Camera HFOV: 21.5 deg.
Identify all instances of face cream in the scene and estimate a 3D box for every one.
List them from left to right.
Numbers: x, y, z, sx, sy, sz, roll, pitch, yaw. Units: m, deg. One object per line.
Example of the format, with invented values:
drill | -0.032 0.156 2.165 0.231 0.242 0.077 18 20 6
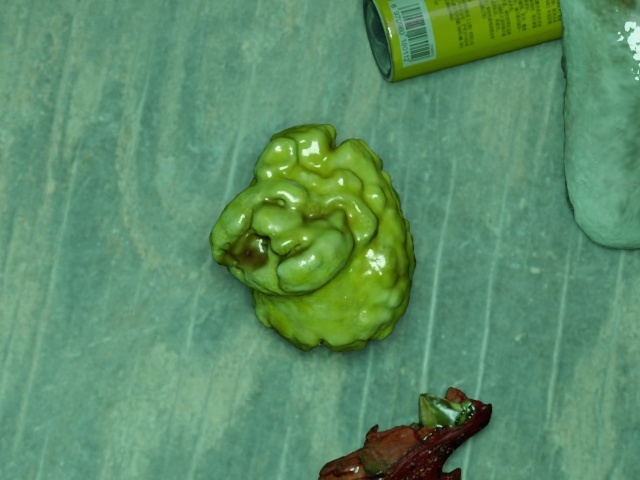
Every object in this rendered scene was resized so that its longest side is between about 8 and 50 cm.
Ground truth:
face cream | 0.225 -0.260 1.793 0.348 0.105 0.105 -16 79 -8

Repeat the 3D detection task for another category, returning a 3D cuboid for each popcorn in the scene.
popcorn | 0.000 0.000 1.668 0.200 0.203 0.226 17 94 9

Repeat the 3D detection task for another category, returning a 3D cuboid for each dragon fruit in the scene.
dragon fruit | 0.101 0.225 1.679 0.192 0.092 0.122 -37 83 -12

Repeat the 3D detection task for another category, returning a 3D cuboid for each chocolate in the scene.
chocolate | 0.348 -0.137 1.739 0.185 0.100 0.303 -7 102 -13
